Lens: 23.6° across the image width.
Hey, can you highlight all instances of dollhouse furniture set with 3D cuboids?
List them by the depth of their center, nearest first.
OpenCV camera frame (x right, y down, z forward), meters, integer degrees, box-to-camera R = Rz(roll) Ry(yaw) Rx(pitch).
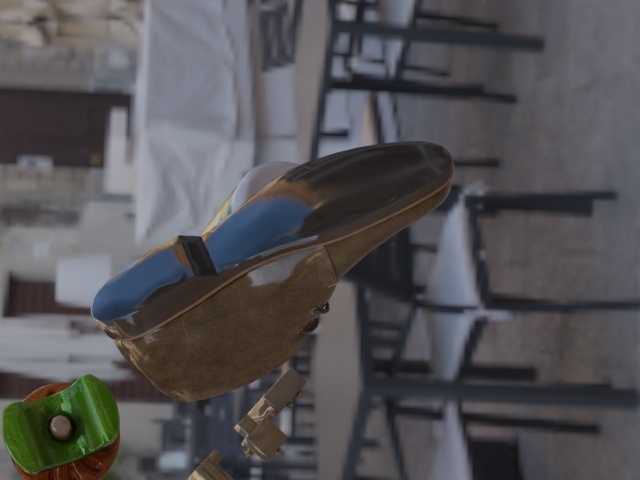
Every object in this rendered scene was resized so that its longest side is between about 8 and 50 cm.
[{"bbox_3d":[-0.054,0.251,1.673,0.151,0.123,0.144,-46,-3,-31],"label":"dollhouse furniture set"}]

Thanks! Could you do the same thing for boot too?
[{"bbox_3d":[-0.022,0.023,1.220,0.115,0.305,0.112,59,-173,-27],"label":"boot"}]

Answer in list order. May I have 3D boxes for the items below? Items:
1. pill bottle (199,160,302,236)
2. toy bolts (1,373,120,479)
[{"bbox_3d":[-0.062,0.032,1.363,0.208,0.117,0.117,-51,33,46],"label":"pill bottle"},{"bbox_3d":[-0.275,0.251,1.376,0.158,0.228,0.218,112,139,-71],"label":"toy bolts"}]
